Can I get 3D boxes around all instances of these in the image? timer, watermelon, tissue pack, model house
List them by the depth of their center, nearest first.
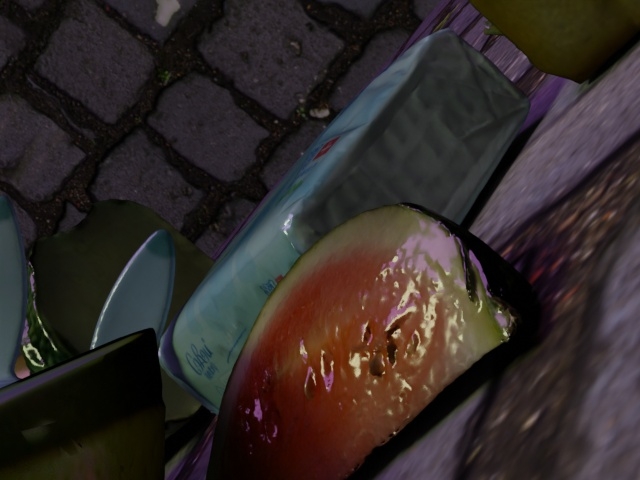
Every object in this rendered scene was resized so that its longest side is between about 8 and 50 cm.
[{"bbox_3d":[0.005,0.062,0.492,0.245,0.063,0.119,-44,22,42],"label":"watermelon"},{"bbox_3d":[0.000,0.000,0.716,0.177,0.089,0.263,-52,7,-29],"label":"tissue pack"},{"bbox_3d":[-0.183,0.123,0.769,0.175,0.175,0.256,141,143,-61],"label":"timer"},{"bbox_3d":[-0.186,0.110,0.996,0.189,0.195,0.214,-55,-1,35],"label":"model house"}]

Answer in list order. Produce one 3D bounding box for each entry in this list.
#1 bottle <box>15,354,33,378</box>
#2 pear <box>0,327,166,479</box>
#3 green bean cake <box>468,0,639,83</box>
[{"bbox_3d":[-0.311,0.213,1.346,0.351,0.171,0.171,-45,8,27],"label":"bottle"},{"bbox_3d":[-0.222,0.194,0.491,0.398,0.165,0.399,-24,1,0],"label":"pear"},{"bbox_3d":[0.172,-0.222,0.639,0.233,0.124,0.236,-47,7,27],"label":"green bean cake"}]
